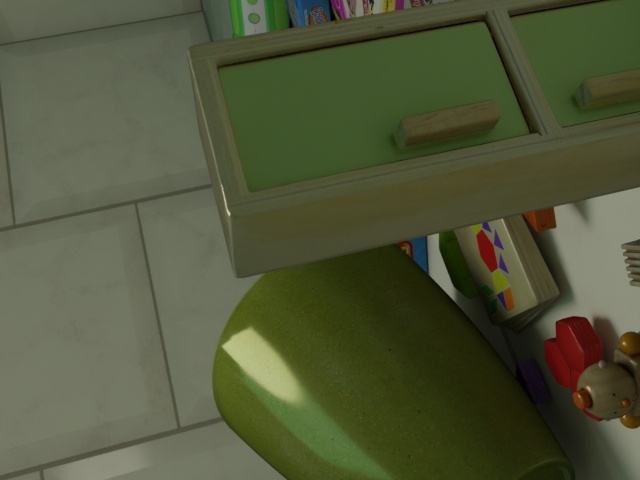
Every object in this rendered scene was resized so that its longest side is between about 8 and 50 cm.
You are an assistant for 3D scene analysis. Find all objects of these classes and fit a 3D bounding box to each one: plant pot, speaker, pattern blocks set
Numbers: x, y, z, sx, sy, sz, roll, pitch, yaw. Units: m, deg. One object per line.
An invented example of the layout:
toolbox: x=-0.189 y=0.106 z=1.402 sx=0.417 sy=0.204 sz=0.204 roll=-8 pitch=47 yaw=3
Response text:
plant pot: x=0.083 y=0.175 z=0.683 sx=0.293 sy=0.275 sz=0.274 roll=37 pitch=143 yaw=46
speaker: x=-0.122 y=-0.496 z=1.371 sx=0.296 sy=0.131 sz=0.131 roll=88 pitch=166 yaw=-48
pattern blocks set: x=0.159 y=-0.005 z=0.657 sx=0.285 sy=0.026 sz=0.324 roll=128 pitch=124 yaw=-81

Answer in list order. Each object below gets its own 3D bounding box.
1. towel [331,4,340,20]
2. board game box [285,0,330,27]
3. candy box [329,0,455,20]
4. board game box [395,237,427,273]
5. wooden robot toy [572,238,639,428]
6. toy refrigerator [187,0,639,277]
towel: x=0.021 y=-0.383 z=1.022 sx=0.102 sy=0.021 sz=0.237 roll=90 pitch=164 yaw=-72
board game box: x=-0.026 y=-0.397 z=1.114 sx=0.210 sy=0.047 sz=0.160 roll=81 pitch=172 yaw=-64
candy box: x=0.066 y=-0.279 z=0.738 sx=0.159 sy=0.071 sz=0.233 roll=89 pitch=164 yaw=-48
board game box: x=0.071 y=0.041 z=1.082 sx=0.308 sy=0.086 sz=0.302 roll=-120 pitch=19 yaw=-60
wooden robot toy: x=0.198 y=0.086 z=0.438 sx=0.076 sy=0.079 sz=0.173 roll=-127 pitch=26 yaw=-68
toy refrigerator: x=0.071 y=-0.068 z=0.395 sx=0.094 sy=0.270 sz=0.102 roll=102 pitch=154 yaw=-67
